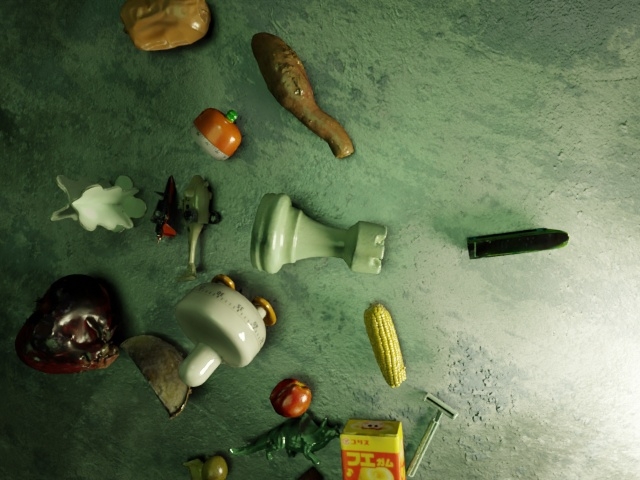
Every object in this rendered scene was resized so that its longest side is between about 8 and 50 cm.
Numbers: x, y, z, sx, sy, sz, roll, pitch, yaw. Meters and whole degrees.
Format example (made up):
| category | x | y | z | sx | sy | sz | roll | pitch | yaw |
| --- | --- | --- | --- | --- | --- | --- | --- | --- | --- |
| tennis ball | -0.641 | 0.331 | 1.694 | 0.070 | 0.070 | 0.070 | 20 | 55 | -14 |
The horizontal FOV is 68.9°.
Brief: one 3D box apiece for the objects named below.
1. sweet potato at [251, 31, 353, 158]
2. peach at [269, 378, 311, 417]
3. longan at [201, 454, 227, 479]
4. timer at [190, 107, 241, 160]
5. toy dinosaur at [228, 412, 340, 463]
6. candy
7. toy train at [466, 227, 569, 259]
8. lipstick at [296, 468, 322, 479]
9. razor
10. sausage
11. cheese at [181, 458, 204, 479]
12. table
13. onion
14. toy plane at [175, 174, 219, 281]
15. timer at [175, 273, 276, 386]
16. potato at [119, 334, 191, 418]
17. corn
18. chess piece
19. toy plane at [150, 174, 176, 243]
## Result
| category | x | y | z | sx | sy | sz | roll | pitch | yaw |
| --- | --- | --- | --- | --- | --- | --- | --- | --- | --- |
| sweet potato | -0.056 | -0.357 | 1.129 | 0.109 | 0.109 | 0.385 | -36 | 83 | 14 |
| peach | -0.076 | 0.402 | 1.179 | 0.101 | 0.101 | 0.100 | 1 | 93 | 15 |
| longan | -0.291 | 0.619 | 1.263 | 0.083 | 0.075 | 0.075 | 29 | 101 | 42 |
| timer | -0.259 | -0.282 | 1.190 | 0.136 | 0.099 | 0.136 | 2 | 105 | 10 |
| toy dinosaur | -0.083 | 0.528 | 1.196 | 0.292 | 0.079 | 0.119 | -28 | 80 | 12 |
| candy | 0.133 | 0.586 | 1.134 | 0.146 | 0.088 | 0.275 | -5 | 92 | 16 |
| toy train | 0.439 | 0.002 | 1.047 | 0.210 | 0.042 | 0.044 | -8 | 114 | 14 |
| lipstick | -0.131 | 0.730 | 1.228 | 0.057 | 0.057 | 0.356 | 45 | 102 | 9 |
| razor | 0.256 | 0.480 | 1.128 | 0.084 | 0.036 | 0.211 | 29 | 107 | 36 |
| sausage | -0.403 | -0.573 | 1.204 | 0.242 | 0.120 | 0.136 | -2 | 81 | 16 |
| cheese | -0.342 | 0.646 | 1.289 | 0.060 | 0.041 | 0.083 | -21 | 76 | 8 |
| table | -0.594 | -0.098 | 1.237 | 0.167 | 0.198 | 0.166 | 1 | 93 | 15 |
| onion | -0.683 | 0.227 | 1.276 | 0.281 | 0.221 | 0.280 | -3 | 69 | 8 |
| toy plane | -0.338 | -0.031 | 1.235 | 0.108 | 0.092 | 0.285 | 4 | 93 | 36 |
| timer | -0.259 | 0.226 | 1.144 | 0.234 | 0.240 | 0.233 | 23 | 140 | 20 |
| potato | -0.426 | 0.367 | 1.287 | 0.120 | 0.100 | 0.261 | -34 | 65 | -24 |
| corn | 0.155 | 0.249 | 1.122 | 0.068 | 0.067 | 0.206 | -19 | 87 | 15 |
| chess piece | 0.000 | 0.000 | 1.103 | 0.300 | 0.194 | 0.194 | 9 | 95 | 6 |
| toy plane | -0.422 | -0.090 | 1.255 | 0.061 | 0.130 | 0.189 | 2 | 75 | -26 |
